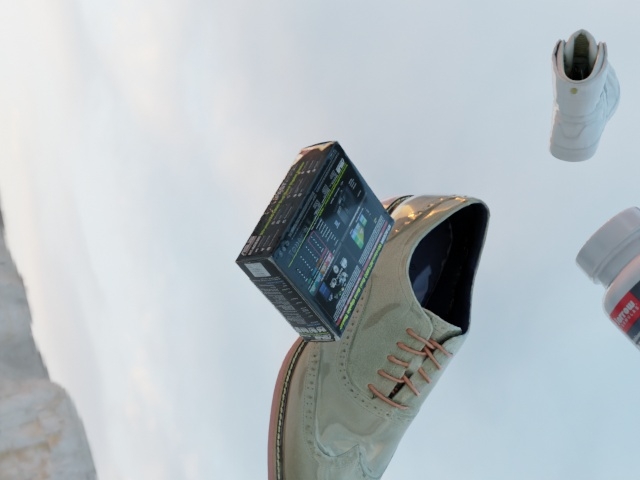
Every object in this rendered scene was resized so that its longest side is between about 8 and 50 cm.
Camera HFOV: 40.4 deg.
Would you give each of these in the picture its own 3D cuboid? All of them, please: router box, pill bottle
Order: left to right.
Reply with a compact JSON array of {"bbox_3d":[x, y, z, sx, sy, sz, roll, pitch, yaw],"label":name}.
[{"bbox_3d":[0.000,0.000,0.646,0.038,0.122,0.092,-7,-48,41],"label":"router box"},{"bbox_3d":[0.327,0.059,0.805,0.180,0.108,0.108,51,-37,26],"label":"pill bottle"}]

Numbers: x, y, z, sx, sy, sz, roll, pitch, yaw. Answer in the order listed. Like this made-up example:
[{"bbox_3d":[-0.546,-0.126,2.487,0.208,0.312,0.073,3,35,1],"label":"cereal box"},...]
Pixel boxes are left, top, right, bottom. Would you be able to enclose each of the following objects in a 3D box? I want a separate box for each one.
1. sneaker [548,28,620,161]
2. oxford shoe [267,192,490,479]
[{"bbox_3d":[0.433,-0.275,1.405,0.108,0.292,0.169,7,-49,18],"label":"sneaker"},{"bbox_3d":[0.062,0.117,0.886,0.147,0.141,0.396,-11,-124,58],"label":"oxford shoe"}]
